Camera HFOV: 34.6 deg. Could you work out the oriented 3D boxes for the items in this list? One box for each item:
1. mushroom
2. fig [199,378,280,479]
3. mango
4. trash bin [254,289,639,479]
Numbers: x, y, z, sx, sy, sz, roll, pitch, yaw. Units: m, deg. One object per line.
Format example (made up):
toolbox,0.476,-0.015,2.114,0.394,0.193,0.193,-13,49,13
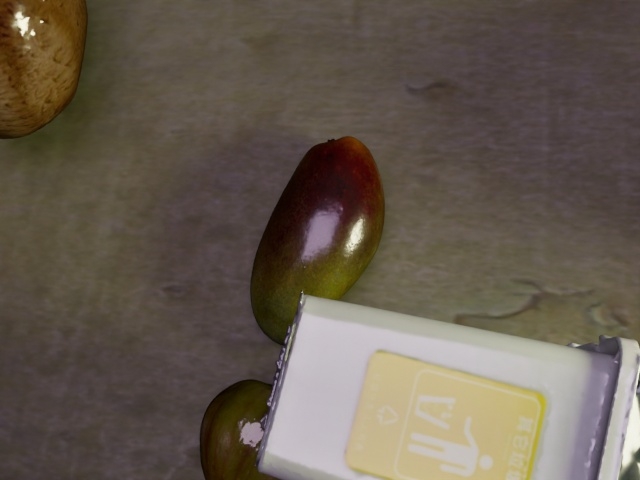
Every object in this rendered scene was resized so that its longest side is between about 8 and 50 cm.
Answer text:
mushroom,-0.464,-0.287,1.257,0.357,0.334,0.330,-1,76,-4
fig,-0.087,0.247,1.165,0.142,0.148,0.186,47,69,-16
mango,0.000,0.000,1.234,0.133,0.111,0.267,23,85,-1
trash bin,0.126,0.194,1.052,0.368,0.296,0.255,15,81,-1
